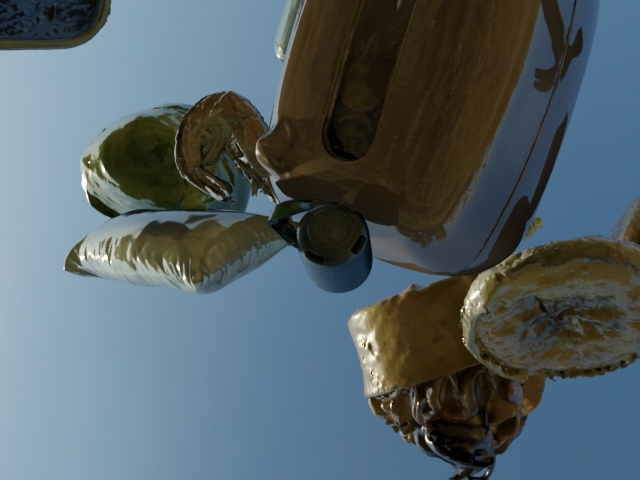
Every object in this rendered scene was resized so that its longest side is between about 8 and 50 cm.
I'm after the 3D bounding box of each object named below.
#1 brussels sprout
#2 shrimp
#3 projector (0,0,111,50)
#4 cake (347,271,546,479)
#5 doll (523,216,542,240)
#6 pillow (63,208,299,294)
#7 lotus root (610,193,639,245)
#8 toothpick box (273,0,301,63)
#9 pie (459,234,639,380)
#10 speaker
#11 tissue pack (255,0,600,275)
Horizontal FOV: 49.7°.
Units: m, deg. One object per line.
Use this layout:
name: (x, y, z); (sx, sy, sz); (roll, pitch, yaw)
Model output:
brussels sprout: (-0.333, -0.155, 1.522); (0.371, 0.315, 0.276); (20, -129, 6)
shrimp: (-0.105, -0.092, 0.844); (0.126, 0.047, 0.223); (-36, -117, 4)
projector: (-0.411, -0.401, 0.838); (0.249, 0.248, 0.248); (50, -45, 32)
cake: (0.228, 0.230, 1.121); (0.332, 0.332, 0.321); (-19, -103, 11)
doll: (0.336, -0.012, 1.310); (0.162, 0.062, 0.106); (-24, -155, -7)
pillow: (-0.144, 0.004, 0.701); (0.254, 0.144, 0.078); (2, -73, 45)
lotus root: (0.548, -0.038, 1.060); (0.124, 0.123, 0.241); (46, -61, 16)
toothpick box: (-0.009, -0.402, 1.234); (0.120, 0.184, 0.120); (10, -128, -13)
pie: (0.315, 0.099, 0.889); (0.274, 0.274, 0.055); (-12, -137, 14)
speaker: (0.002, -0.004, 0.585); (0.060, 0.075, 0.094); (-36, -116, -11)
tissue pack: (0.109, -0.166, 0.700); (0.267, 0.277, 0.387); (21, -82, 33)
